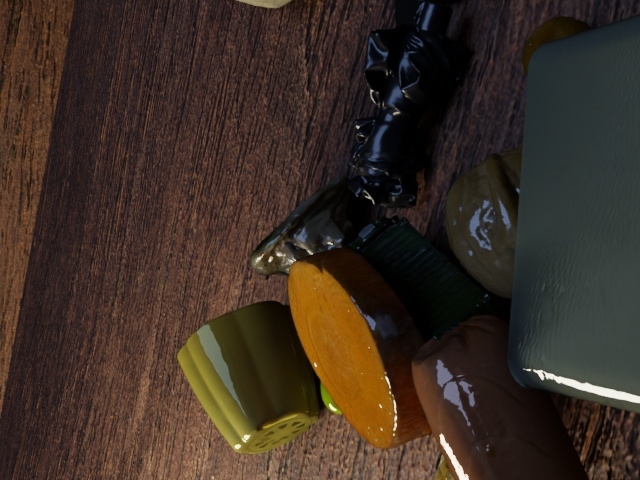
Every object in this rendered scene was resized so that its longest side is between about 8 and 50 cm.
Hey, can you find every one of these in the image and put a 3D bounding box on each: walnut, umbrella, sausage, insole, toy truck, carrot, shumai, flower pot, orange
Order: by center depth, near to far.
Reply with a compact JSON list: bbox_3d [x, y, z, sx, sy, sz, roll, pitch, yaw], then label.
[{"bbox_3d":[0.190,0.222,0.880,0.121,0.121,0.304,-36,74,50],"label":"sausage"},{"bbox_3d":[0.208,-0.019,0.946,0.167,0.149,0.166,-4,80,24],"label":"walnut"},{"bbox_3d":[0.256,-0.197,0.969,0.085,0.085,0.085,-18,69,56],"label":"orange"},{"bbox_3d":[0.121,0.061,1.076,0.088,0.121,0.259,-40,38,-2],"label":"toy truck"},{"bbox_3d":[0.058,0.123,1.076,0.258,0.100,0.307,58,164,10],"label":"carrot"},{"bbox_3d":[0.106,-0.177,1.179,0.122,0.110,0.272,23,111,17],"label":"umbrella"},{"bbox_3d":[0.125,-0.297,1.272,0.080,0.003,0.232,-2,82,59],"label":"insole"},{"bbox_3d":[0.000,0.000,1.319,0.120,0.201,0.201,46,135,1],"label":"shumai"},{"bbox_3d":[-0.095,0.214,1.372,0.195,0.195,0.179,-51,57,41],"label":"flower pot"}]

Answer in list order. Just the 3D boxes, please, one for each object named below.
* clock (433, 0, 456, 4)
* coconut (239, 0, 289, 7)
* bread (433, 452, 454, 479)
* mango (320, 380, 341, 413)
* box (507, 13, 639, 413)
[{"bbox_3d":[0.168,-0.399,1.184,0.184,0.040,0.184,-16,71,53],"label":"clock"},{"bbox_3d":[-0.102,-0.508,1.487,0.224,0.224,0.234,53,130,49],"label":"coconut"},{"bbox_3d":[0.170,0.256,1.039,0.073,0.053,0.214,-136,62,-70],"label":"bread"},{"bbox_3d":[0.033,0.190,1.277,0.073,0.056,0.108,-6,66,54],"label":"mango"},{"bbox_3d":[0.329,-0.020,0.730,0.344,0.177,0.352,-1,84,61],"label":"box"}]
